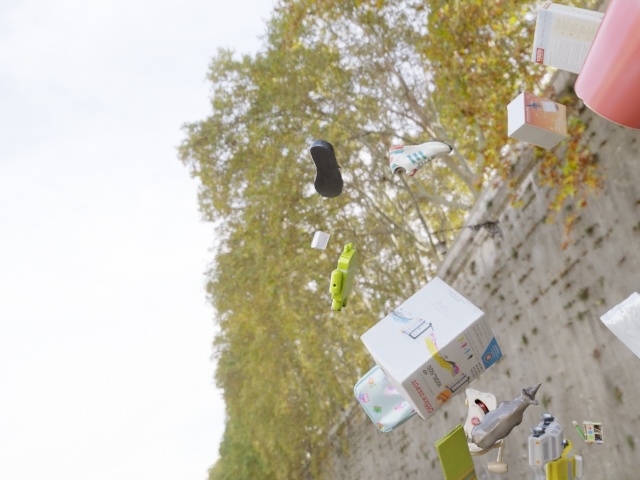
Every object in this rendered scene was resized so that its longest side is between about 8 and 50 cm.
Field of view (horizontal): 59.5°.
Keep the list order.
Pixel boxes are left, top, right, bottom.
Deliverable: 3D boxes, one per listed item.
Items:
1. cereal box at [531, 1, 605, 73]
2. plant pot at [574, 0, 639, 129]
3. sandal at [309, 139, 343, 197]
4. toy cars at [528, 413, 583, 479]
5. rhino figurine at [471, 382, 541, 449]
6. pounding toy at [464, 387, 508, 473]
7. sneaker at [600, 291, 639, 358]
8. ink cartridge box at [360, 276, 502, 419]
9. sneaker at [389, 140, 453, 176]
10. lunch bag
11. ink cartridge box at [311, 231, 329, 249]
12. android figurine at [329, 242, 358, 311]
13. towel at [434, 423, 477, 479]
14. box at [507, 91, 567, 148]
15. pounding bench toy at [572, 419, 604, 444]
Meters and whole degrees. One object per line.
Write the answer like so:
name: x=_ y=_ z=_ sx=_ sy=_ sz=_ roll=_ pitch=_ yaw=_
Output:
cereal box: x=0.709 y=-0.545 z=1.536 sx=0.047 sy=0.240 sz=0.173 roll=-47 pitch=-32 yaw=-23
plant pot: x=0.685 y=-0.386 z=1.169 sx=0.275 sy=0.275 sz=0.243 roll=-3 pitch=-42 yaw=-23
sandal: x=0.026 y=-0.225 z=1.765 sx=0.097 sy=0.054 sz=0.254 roll=9 pitch=-34 yaw=12
toy cars: x=0.697 y=0.618 z=1.627 sx=0.087 sy=0.176 sz=0.393 roll=-1 pitch=-35 yaw=37
rhino figurine: x=0.489 y=0.456 z=1.462 sx=0.243 sy=0.073 sz=0.106 roll=-46 pitch=-24 yaw=9
pounding toy: x=0.547 y=0.660 z=1.925 sx=0.154 sy=0.269 sz=0.155 roll=-10 pitch=-33 yaw=18
sneaker: x=1.050 y=0.296 z=1.742 sx=0.169 sy=0.292 sz=0.108 roll=-48 pitch=-11 yaw=21
ink cartridge box: x=0.247 y=0.240 z=1.253 sx=0.233 sy=0.168 sz=0.171 roll=-38 pitch=-52 yaw=-7
sneaker: x=0.237 y=-0.190 z=1.329 sx=0.161 sy=0.075 sz=0.057 roll=0 pitch=-4 yaw=34
lunch bag: x=0.272 y=0.519 z=1.988 sx=0.279 sy=0.224 sz=0.108 roll=-38 pitch=-22 yaw=-1
ink cartridge box: x=0.000 y=0.000 z=1.610 sx=0.028 sy=0.048 sz=0.083 roll=19 pitch=-5 yaw=-10
android figurine: x=0.097 y=0.146 z=2.284 sx=0.056 sy=0.272 sz=0.248 roll=12 pitch=10 yaw=16
towel: x=0.378 y=0.619 z=1.549 sx=0.102 sy=0.021 sz=0.237 roll=-30 pitch=-63 yaw=-23
box: x=0.728 y=-0.401 z=1.883 sx=0.171 sy=0.130 sz=0.091 roll=13 pitch=-23 yaw=-15
pounding bench toy: x=0.815 y=0.585 z=1.706 sx=0.083 sy=0.065 sz=0.052 roll=-5 pitch=-11 yaw=25
